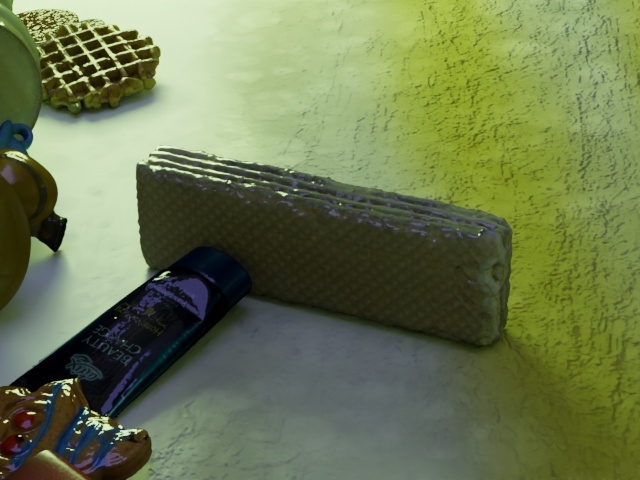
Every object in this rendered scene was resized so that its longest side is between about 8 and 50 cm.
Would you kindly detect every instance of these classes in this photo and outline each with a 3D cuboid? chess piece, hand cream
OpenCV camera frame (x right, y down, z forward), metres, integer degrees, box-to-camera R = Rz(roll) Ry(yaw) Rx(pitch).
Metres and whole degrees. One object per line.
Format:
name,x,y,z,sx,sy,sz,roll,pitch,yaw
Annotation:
chess piece,-0.480,-0.263,2.279,0.234,0.234,0.442,-6,27,-8
hand cream,-0.186,0.102,1.814,0.120,0.061,0.270,25,48,29

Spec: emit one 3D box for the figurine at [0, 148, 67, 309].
figurine,-0.384,-0.022,1.900,0.192,0.167,0.257,33,35,4

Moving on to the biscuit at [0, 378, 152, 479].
biscuit,-0.298,0.192,1.666,0.280,0.043,0.183,3,35,7

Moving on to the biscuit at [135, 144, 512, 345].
biscuit,0.000,0.000,1.880,0.426,0.144,0.078,13,33,21

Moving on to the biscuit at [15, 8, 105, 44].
biscuit,-0.370,-0.286,2.474,0.175,0.026,0.124,15,36,25

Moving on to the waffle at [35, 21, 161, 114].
waffle,-0.307,-0.235,2.352,0.191,0.038,0.191,-1,41,1

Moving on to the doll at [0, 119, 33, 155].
doll,-0.504,-0.089,2.029,0.363,0.145,0.199,-14,75,-25

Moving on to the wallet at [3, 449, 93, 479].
wallet,-0.214,0.273,1.511,0.204,0.045,0.142,29,53,32
